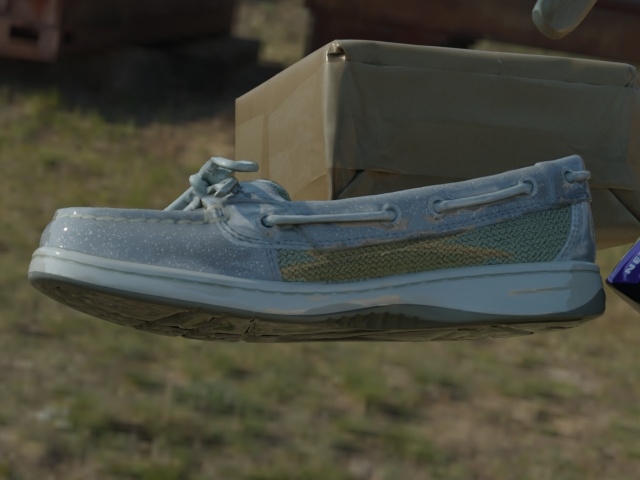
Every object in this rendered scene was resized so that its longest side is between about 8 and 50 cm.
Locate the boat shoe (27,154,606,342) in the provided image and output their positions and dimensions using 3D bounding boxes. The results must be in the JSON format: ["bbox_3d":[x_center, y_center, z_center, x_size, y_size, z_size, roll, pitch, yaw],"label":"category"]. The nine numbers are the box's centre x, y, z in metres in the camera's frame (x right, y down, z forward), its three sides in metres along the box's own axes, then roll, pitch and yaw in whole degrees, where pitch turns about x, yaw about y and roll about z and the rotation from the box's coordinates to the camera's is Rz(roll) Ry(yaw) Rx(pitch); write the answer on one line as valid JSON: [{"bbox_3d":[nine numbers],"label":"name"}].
[{"bbox_3d":[0.002,0.000,1.064,0.320,0.103,0.118,1,-9,-16],"label":"boat shoe"}]

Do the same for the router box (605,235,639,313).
[{"bbox_3d":[0.333,0.112,1.097,0.309,0.081,0.243,39,0,-30],"label":"router box"}]

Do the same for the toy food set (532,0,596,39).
[{"bbox_3d":[0.043,-0.164,0.719,0.192,0.132,0.038,45,-29,-7],"label":"toy food set"}]

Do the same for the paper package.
[{"bbox_3d":[0.098,-0.066,1.807,0.310,0.168,0.325,3,-7,-19],"label":"paper package"}]
